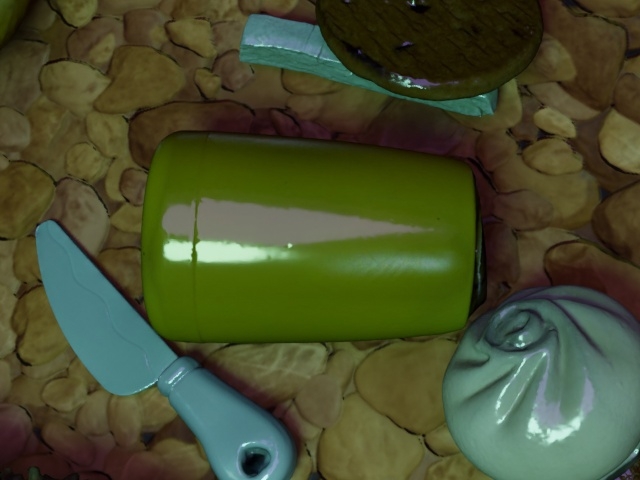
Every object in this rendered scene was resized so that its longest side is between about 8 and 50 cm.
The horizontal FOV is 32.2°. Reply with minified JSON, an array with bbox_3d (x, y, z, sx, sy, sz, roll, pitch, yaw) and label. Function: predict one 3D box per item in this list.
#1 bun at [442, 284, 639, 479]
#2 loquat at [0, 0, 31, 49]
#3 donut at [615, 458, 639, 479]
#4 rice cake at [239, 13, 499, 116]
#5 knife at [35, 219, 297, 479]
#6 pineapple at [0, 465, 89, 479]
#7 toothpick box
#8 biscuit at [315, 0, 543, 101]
[{"bbox_3d":[0.170,0.104,0.861,0.172,0.120,0.173,-23,39,20],"label":"bun"},{"bbox_3d":[-0.386,-0.260,0.982,0.274,0.275,0.275,-1,73,4],"label":"loquat"},{"bbox_3d":[0.302,0.208,0.873,0.184,0.073,0.166,36,80,14],"label":"donut"},{"bbox_3d":[0.045,-0.162,1.020,0.245,0.042,0.045,15,62,9],"label":"rice cake"},{"bbox_3d":[-0.154,0.104,0.962,0.331,0.044,0.080,39,87,20],"label":"knife"},{"bbox_3d":[-0.254,0.250,0.846,0.357,0.223,0.223,33,78,22],"label":"pineapple"},{"bbox_3d":[0.000,0.000,0.909,0.271,0.175,0.175,2,73,2],"label":"toothpick box"},{"bbox_3d":[0.099,-0.206,1.005,0.212,0.036,0.212,1,56,-2],"label":"biscuit"}]
